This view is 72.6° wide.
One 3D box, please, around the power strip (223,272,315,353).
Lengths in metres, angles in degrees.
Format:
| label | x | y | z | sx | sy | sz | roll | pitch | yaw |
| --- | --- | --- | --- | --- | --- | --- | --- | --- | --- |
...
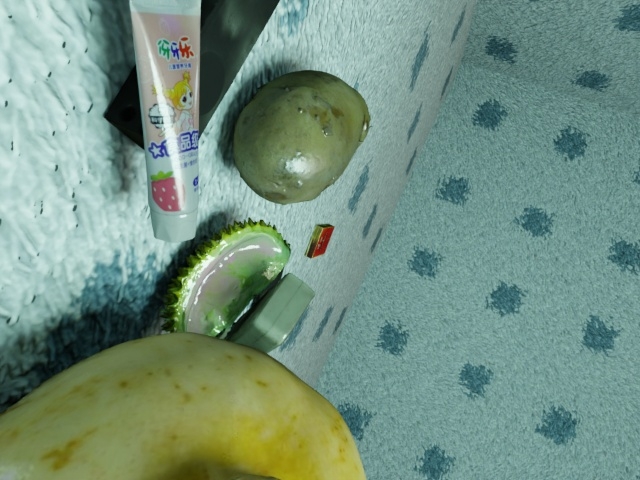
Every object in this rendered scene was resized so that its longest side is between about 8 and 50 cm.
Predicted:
| label | x | y | z | sx | sy | sz | roll | pitch | yaw |
| --- | --- | --- | --- | --- | --- | --- | --- | --- | --- |
| power strip | -0.102 | 0.138 | 0.660 | 0.093 | 0.053 | 0.288 | -56 | -173 | -35 |

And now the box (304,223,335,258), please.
| label | x | y | z | sx | sy | sz | roll | pitch | yaw |
| --- | --- | --- | --- | --- | --- | --- | --- | --- | --- |
| box | 0.000 | 0.000 | 1.202 | 0.133 | 0.023 | 0.090 | -11 | 121 | -74 |

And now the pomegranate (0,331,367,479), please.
| label | x | y | z | sx | sy | sz | roll | pitch | yaw |
| --- | --- | --- | --- | --- | --- | --- | --- | --- | --- |
| pomegranate | -0.127 | 0.276 | 0.380 | 0.412 | 0.410 | 0.412 | -59 | 165 | -27 |

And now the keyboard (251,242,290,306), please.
| label | x | y | z | sx | sy | sz | roll | pitch | yaw |
| --- | --- | --- | --- | --- | --- | --- | --- | --- | --- |
| keyboard | -0.130 | 0.155 | 0.958 | 0.106 | 0.027 | 0.317 | -46 | 156 | -64 |

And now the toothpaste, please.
| label | x | y | z | sx | sy | sz | roll | pitch | yaw |
| --- | --- | --- | --- | --- | --- | --- | --- | --- | --- |
| toothpaste | -0.122 | -0.092 | 0.359 | 0.067 | 0.042 | 0.195 | -37 | 143 | -52 |

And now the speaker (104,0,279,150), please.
| label | x | y | z | sx | sy | sz | roll | pitch | yaw |
| --- | --- | --- | --- | --- | --- | --- | --- | --- | --- |
| speaker | -0.111 | -0.182 | 0.411 | 0.218 | 0.044 | 0.082 | -64 | 166 | -10 |

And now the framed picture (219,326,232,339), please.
| label | x | y | z | sx | sy | sz | roll | pitch | yaw |
| --- | --- | --- | --- | --- | --- | --- | --- | --- | --- |
| framed picture | -0.153 | 0.327 | 0.726 | 0.325 | 0.020 | 0.240 | 70 | 17 | 0 |

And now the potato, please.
| label | x | y | z | sx | sy | sz | roll | pitch | yaw |
| --- | --- | --- | --- | --- | --- | --- | --- | --- | --- |
| potato | -0.021 | -0.147 | 0.602 | 0.262 | 0.164 | 0.165 | -49 | 159 | -61 |

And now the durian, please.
| label | x | y | z | sx | sy | sz | roll | pitch | yaw |
| --- | --- | --- | --- | --- | --- | --- | --- | --- | --- |
| durian | -0.144 | 0.056 | 0.602 | 0.137 | 0.095 | 0.221 | 54 | 56 | -33 |
